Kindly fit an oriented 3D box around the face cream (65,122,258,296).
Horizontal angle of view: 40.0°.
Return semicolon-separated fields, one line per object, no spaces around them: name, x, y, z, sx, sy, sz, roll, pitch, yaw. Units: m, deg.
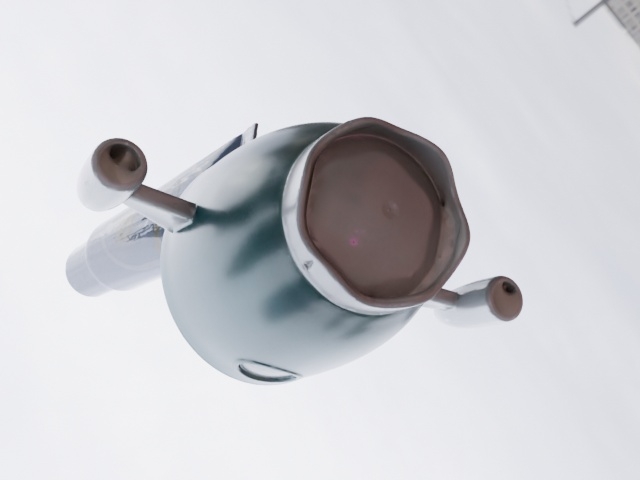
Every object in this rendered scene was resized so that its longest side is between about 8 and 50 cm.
face cream;-0.180;-0.006;0.965;0.086;0.385;0.135;21;-115;-31

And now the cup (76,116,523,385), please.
cup;0.000;0.000;0.550;0.300;0.173;0.167;18;-111;-22
